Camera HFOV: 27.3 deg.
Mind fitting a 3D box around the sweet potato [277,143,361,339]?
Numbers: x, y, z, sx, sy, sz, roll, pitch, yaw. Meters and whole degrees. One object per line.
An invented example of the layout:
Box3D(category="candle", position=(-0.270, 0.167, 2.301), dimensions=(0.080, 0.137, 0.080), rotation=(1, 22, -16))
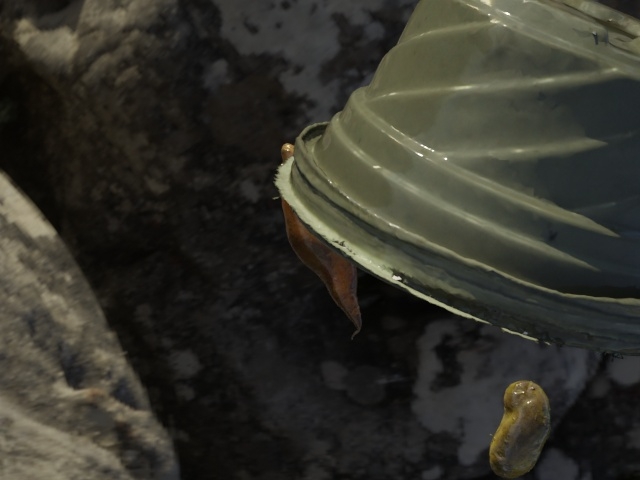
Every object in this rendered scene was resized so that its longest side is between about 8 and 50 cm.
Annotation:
Box3D(category="sweet potato", position=(0.000, 0.000, 1.239), dimensions=(0.056, 0.056, 0.195), rotation=(-20, 86, -29))

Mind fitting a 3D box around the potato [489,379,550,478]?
Box3D(category="potato", position=(0.180, 0.169, 1.177), dimensions=(0.045, 0.046, 0.092), rotation=(15, 92, -38))

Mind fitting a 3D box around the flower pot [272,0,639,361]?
Box3D(category="flower pot", position=(0.105, -0.049, 0.648), dimensions=(0.235, 0.235, 0.140), rotation=(11, 111, -25))
